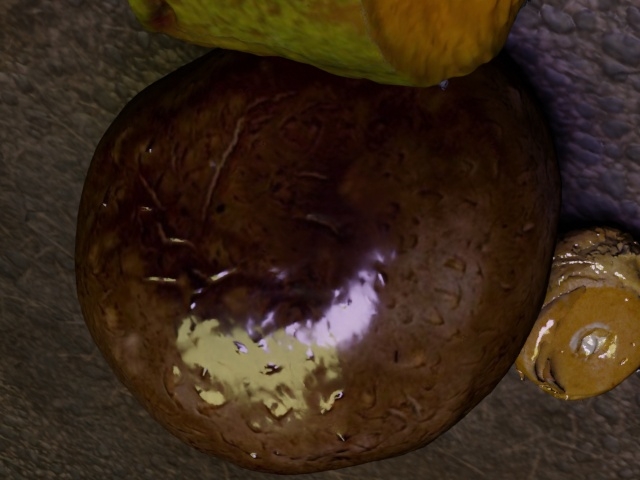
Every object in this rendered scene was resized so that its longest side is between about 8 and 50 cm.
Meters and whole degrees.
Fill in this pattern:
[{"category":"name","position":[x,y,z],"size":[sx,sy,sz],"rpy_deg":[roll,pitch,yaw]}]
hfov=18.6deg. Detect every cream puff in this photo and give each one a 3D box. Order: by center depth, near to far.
[{"category":"cream puff","position":[0.189,0.049,1.429],"size":[0.119,0.104,0.133],"rpy_deg":[3,112,-13]}]

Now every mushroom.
[{"category":"mushroom","position":[-0.006,0.000,1.359],"size":[0.345,0.239,0.345],"rpy_deg":[1,92,35]}]

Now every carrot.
[{"category":"carrot","position":[0.031,-0.217,1.169],"size":[0.340,0.241,0.241],"rpy_deg":[10,135,30]}]

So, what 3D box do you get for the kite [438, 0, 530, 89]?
[{"category":"kite","position":[0.068,-0.158,1.307],"size":[0.156,0.139,0.011],"rpy_deg":[-3,152,-14]}]
